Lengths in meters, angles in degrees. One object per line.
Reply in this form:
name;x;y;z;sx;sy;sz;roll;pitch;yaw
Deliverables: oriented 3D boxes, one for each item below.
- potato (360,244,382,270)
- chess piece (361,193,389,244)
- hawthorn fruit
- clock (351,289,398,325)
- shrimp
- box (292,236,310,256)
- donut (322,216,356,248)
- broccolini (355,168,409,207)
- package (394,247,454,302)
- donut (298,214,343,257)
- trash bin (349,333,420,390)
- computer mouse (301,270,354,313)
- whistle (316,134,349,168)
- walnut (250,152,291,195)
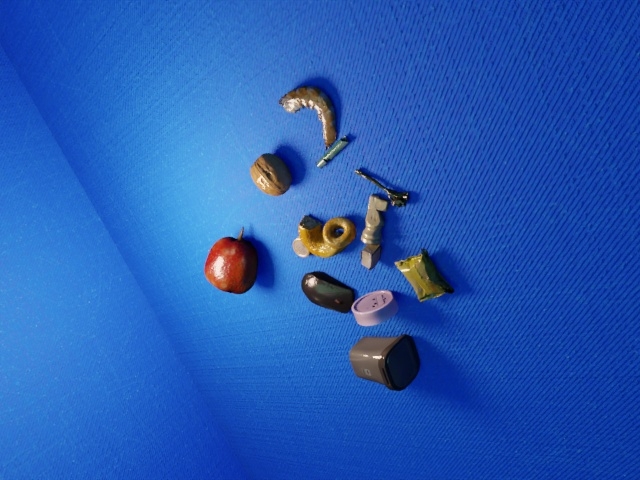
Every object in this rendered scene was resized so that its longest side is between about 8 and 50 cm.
potato;0.217;0.067;1.841;0.061;0.086;0.122;34;152;26
chess piece;0.227;-0.088;1.774;0.090;0.090;0.200;19;112;27
hawthorn fruit;-0.454;0.099;2.251;0.285;0.285;0.368;19;103;27
clock;0.240;0.296;1.883;0.197;0.197;0.068;-10;109;39
shrimp;-0.025;-0.524;1.734;0.287;0.068;0.185;42;136;-4
box;-0.085;0.030;2.081;0.106;0.037;0.105;16;121;28
donut;0.079;-0.039;1.855;0.152;0.058;0.151;-3;76;12
broccolini;0.248;-0.215;1.721;0.254;0.071;0.057;38;164;23
package;0.422;0.146;1.745;0.168;0.090;0.226;-30;97;39
donut;0.004;0.005;1.974;0.259;0.101;0.152;26;132;17
trash bin;0.290;0.554;1.990;0.250;0.219;0.219;-5;109;45
computer mouse;0.026;0.260;2.091;0.296;0.087;0.168;23;122;21
whistle;0.051;-0.365;1.770;0.039;0.039;0.186;53;131;0
walnut;-0.221;-0.293;1.925;0.165;0.165;0.197;-39;81;42
